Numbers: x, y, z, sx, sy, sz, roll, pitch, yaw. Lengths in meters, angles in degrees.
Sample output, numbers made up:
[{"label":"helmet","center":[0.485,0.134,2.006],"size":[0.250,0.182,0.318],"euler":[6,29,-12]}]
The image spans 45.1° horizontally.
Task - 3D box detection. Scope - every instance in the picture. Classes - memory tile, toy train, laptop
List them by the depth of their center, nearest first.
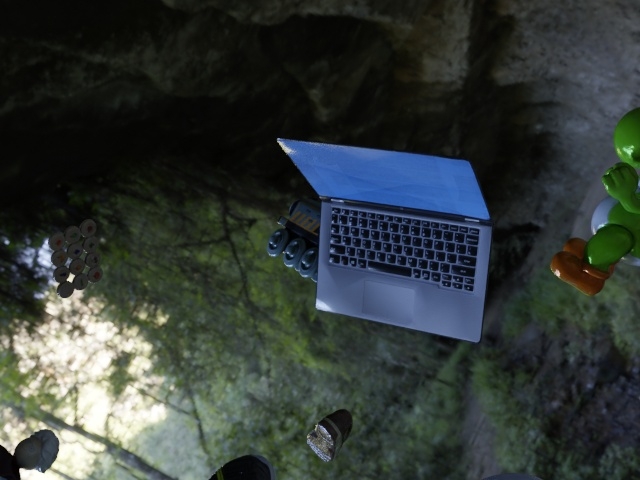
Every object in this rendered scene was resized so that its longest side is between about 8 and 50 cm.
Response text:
[{"label":"laptop","center":[0.124,0.008,1.521],"size":[0.236,0.382,0.408],"euler":[-23,-61,-61]},{"label":"memory tile","center":[-0.496,0.038,1.567],"size":[0.113,0.012,0.148],"euler":[-29,-50,-43]},{"label":"toy train","center":[0.000,0.000,1.877],"size":[0.190,0.142,0.334],"euler":[-59,34,-1]}]

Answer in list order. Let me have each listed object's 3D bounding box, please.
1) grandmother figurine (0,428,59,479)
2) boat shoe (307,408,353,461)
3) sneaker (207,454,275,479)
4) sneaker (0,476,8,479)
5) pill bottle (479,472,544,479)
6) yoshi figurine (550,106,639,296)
[{"label":"grandmother figurine","center":[-0.707,0.497,1.597],"size":[0.342,0.208,0.104],"euler":[-23,-24,-31]},{"label":"boat shoe","center":[0.036,0.501,1.993],"size":[0.095,0.095,0.257],"euler":[-38,-13,-24]},{"label":"sneaker","center":[-0.132,0.533,1.244],"size":[0.147,0.145,0.385],"euler":[12,-91,-48]},{"label":"sneaker","center":[-0.565,0.515,1.293],"size":[0.127,0.208,0.319],"euler":[-27,9,-15]},{"label":"pill bottle","center":[0.326,0.550,1.227],"size":[0.181,0.181,0.323],"euler":[-51,-52,-63]},{"label":"yoshi figurine","center":[0.535,-0.090,1.351],"size":[0.362,0.203,0.203],"euler":[-58,33,29]}]
